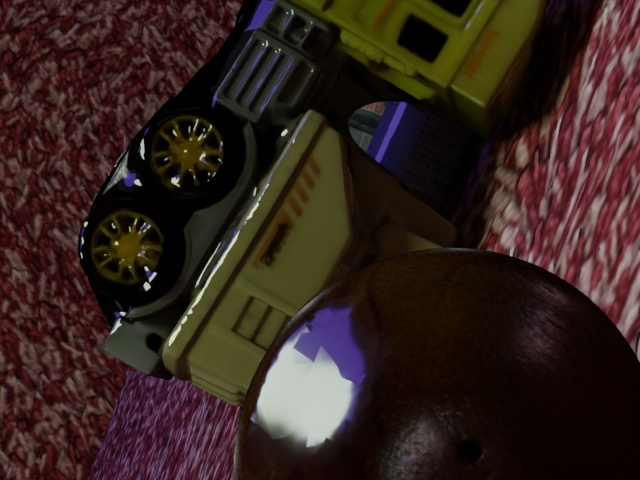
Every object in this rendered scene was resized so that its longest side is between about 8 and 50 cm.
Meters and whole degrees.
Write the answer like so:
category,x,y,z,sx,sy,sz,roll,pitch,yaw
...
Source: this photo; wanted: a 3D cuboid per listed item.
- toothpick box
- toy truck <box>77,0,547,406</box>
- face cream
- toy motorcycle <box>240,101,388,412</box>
category,x,y,z,sx,sy,sz,roll,pitch,yaw
toothpick box,0.051,0.095,0.914,0.294,0.192,0.192,-148,82,-86
toy truck,0.009,-0.062,1.326,0.405,0.254,0.180,-59,-6,-3
face cream,0.094,-0.112,1.463,0.229,0.075,0.075,-65,10,-2
toy motorcycle,0.000,0.000,1.564,0.173,0.108,0.307,125,165,-63
